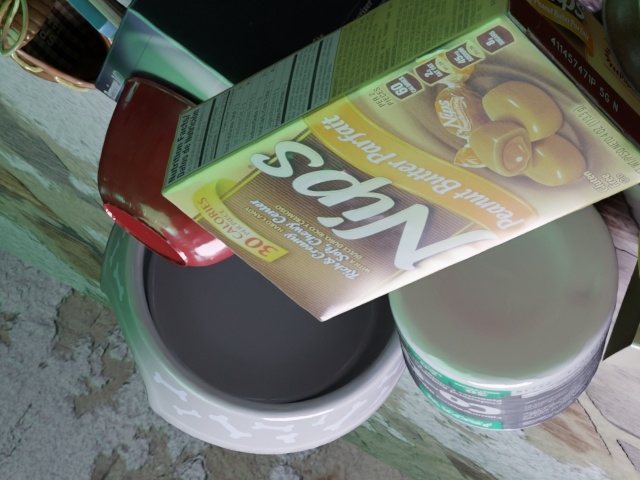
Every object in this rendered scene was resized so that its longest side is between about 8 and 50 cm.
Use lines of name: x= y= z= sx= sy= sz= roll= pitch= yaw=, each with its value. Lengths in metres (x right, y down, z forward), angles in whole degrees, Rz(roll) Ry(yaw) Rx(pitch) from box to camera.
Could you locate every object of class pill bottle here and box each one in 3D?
pill bottle: x=0.172 y=0.069 z=1.860 sx=0.204 sy=0.204 sz=0.361 roll=32 pitch=171 yaw=12

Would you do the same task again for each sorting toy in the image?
sorting toy: x=-0.171 y=-0.188 z=1.921 sx=0.208 sy=0.038 sz=0.193 roll=39 pitch=-177 yaw=20

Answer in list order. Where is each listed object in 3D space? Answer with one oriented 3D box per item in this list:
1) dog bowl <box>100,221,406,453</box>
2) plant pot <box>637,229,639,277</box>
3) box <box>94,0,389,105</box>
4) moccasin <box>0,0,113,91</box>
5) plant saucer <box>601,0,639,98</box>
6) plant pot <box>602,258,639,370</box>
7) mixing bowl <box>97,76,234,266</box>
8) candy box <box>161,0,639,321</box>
dog bowl: x=-0.053 y=0.043 z=2.044 sx=0.349 sy=0.348 sz=0.102 roll=35 pitch=164 yaw=0
plant pot: x=0.342 y=0.022 z=1.365 sx=0.205 sy=0.205 sz=0.188 roll=28 pitch=-179 yaw=25
box: x=-0.018 y=-0.139 z=1.669 sx=0.294 sy=0.182 sz=0.296 roll=37 pitch=167 yaw=-4
moccasin: x=-0.327 y=-0.261 z=2.081 sx=0.147 sy=0.139 sz=0.380 roll=26 pitch=165 yaw=29
plant saucer: x=0.259 y=-0.129 z=1.257 sx=0.168 sy=0.029 sz=0.168 roll=30 pitch=146 yaw=23
plant pot: x=0.325 y=0.069 z=1.752 sx=0.096 sy=0.109 sz=0.109 roll=21 pitch=167 yaw=-2
mixing bowl: x=-0.118 y=-0.043 z=1.639 sx=0.181 sy=0.098 sz=0.181 roll=35 pitch=168 yaw=8
candy box: x=0.064 y=-0.070 z=1.400 sx=0.316 sy=0.087 sz=0.183 roll=-26 pitch=128 yaw=34
